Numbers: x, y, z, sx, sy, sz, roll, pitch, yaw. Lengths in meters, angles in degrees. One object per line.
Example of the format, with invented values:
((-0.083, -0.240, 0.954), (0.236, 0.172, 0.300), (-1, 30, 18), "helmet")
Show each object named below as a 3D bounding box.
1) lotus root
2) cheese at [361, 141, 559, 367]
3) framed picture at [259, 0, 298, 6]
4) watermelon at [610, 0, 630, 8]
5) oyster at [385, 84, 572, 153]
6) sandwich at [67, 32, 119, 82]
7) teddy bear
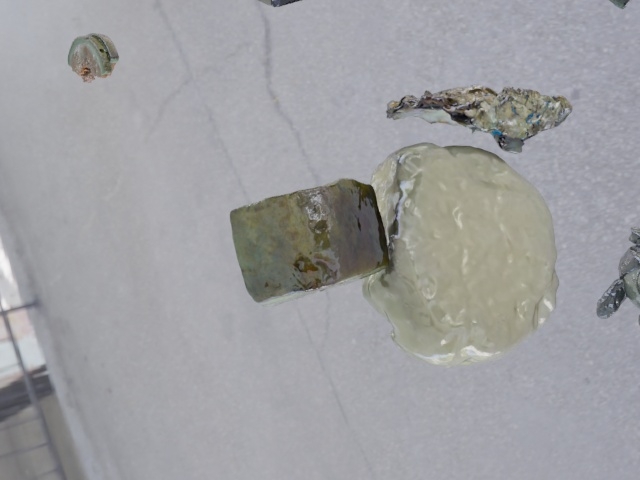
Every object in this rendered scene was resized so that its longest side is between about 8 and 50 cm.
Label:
((0.000, 0.000, 1.049), (0.138, 0.235, 0.119), (-21, 83, 29), "lotus root")
((0.188, 0.015, 1.225), (0.326, 0.318, 0.115), (50, 150, -5), "cheese")
((-0.044, -0.350, 1.078), (0.192, 0.265, 0.018), (31, 129, 23), "framed picture")
((0.326, -0.346, 0.955), (0.193, 0.145, 0.137), (-3, 128, 28), "watermelon")
((0.227, -0.185, 1.275), (0.260, 0.198, 0.092), (13, 100, 14), "oyster")
((-0.329, -0.262, 1.255), (0.135, 0.029, 0.067), (5, 99, 51), "sandwich")
((0.571, 0.109, 1.494), (0.171, 0.144, 0.251), (-45, 73, 14), "teddy bear")
